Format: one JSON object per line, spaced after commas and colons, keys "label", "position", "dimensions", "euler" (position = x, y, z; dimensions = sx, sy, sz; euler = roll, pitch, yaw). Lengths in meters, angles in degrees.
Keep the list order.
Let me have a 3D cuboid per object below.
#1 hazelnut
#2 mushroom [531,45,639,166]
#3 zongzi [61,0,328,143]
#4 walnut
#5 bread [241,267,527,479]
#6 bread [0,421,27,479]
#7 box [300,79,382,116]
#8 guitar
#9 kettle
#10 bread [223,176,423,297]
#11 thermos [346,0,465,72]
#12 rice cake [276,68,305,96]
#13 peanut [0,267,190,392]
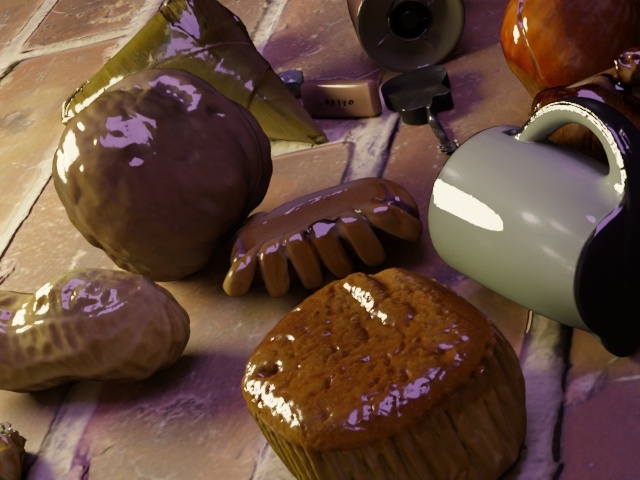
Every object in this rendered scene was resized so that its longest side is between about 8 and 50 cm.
{"label": "hazelnut", "position": [0.301, -0.236, 1.870], "dimensions": [0.182, 0.182, 0.182], "euler": [-15, 29, 9]}
{"label": "mushroom", "position": [0.336, -0.114, 1.664], "dimensions": [0.231, 0.138, 0.194], "euler": [-4, -10, 4]}
{"label": "zongzi", "position": [-0.171, -0.150, 2.098], "dimensions": [0.274, 0.145, 0.300], "euler": [-42, 66, 8]}
{"label": "walnut", "position": [-0.182, -0.079, 1.819], "dimensions": [0.248, 0.248, 0.248], "euler": [-15, 29, 9]}
{"label": "bread", "position": [0.058, 0.133, 1.424], "dimensions": [0.227, 0.142, 0.253], "euler": [-33, 32, -6]}
{"label": "bread", "position": [-0.327, 0.221, 1.599], "dimensions": [0.066, 0.060, 0.110], "euler": [-31, 26, 13]}
{"label": "box", "position": [0.025, -0.184, 2.069], "dimensions": [0.115, 0.048, 0.025], "euler": [5, 31, 37]}
{"label": "guitar", "position": [0.136, -0.158, 1.978], "dimensions": [0.088, 0.025, 0.233], "euler": [-19, 29, 0]}
{"label": "kettle", "position": [0.233, -0.029, 1.510], "dimensions": [0.161, 0.221, 0.236], "euler": [-5, 21, -28]}
{"label": "bread", "position": [0.000, 0.000, 1.743], "dimensions": [0.225, 0.081, 0.134], "euler": [-20, 24, 5]}
{"label": "thermos", "position": [0.112, -0.342, 2.197], "dimensions": [0.176, 0.146, 0.265], "euler": [18, 24, -16]}
{"label": "rice cake", "position": [-0.119, -0.194, 2.194], "dimensions": [0.207, 0.033, 0.033], "euler": [-14, 39, 14]}
{"label": "peanut", "position": [-0.284, 0.096, 1.704], "dimensions": [0.298, 0.136, 0.120], "euler": [-8, 32, 23]}
